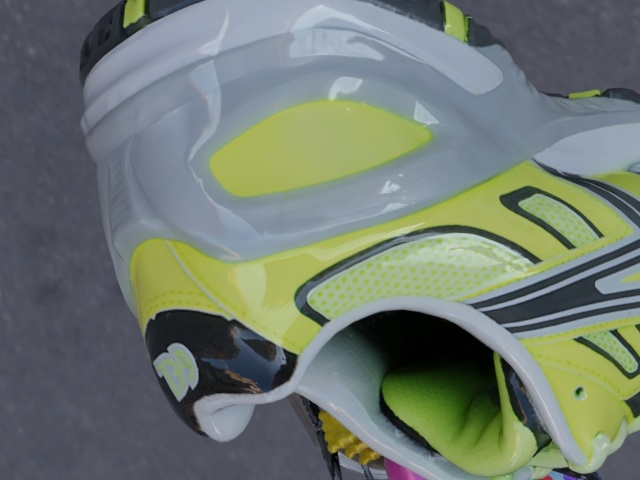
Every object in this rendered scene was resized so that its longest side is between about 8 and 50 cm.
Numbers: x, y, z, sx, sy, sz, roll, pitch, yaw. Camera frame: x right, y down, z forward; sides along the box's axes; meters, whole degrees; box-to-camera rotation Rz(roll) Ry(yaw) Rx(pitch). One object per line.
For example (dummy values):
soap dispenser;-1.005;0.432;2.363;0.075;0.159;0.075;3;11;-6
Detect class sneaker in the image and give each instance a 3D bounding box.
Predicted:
sneaker;0.084;0.027;0.681;0.385;0.147;0.145;13;152;-31

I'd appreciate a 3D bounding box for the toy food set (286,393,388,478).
toy food set;0.108;0.053;1.510;0.306;0.220;0.092;-39;102;-2

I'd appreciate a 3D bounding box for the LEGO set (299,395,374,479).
LEGO set;0.000;0.000;1.266;0.192;0.331;0.255;-16;119;-2

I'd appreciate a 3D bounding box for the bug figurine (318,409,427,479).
bug figurine;0.063;0.073;0.956;0.072;0.279;0.216;-26;157;22

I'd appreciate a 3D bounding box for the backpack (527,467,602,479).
backpack;0.144;0.235;1.555;0.173;0.158;0.117;10;156;-8
